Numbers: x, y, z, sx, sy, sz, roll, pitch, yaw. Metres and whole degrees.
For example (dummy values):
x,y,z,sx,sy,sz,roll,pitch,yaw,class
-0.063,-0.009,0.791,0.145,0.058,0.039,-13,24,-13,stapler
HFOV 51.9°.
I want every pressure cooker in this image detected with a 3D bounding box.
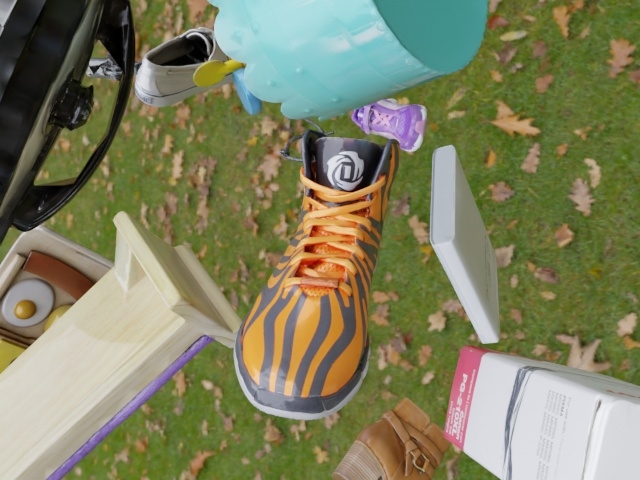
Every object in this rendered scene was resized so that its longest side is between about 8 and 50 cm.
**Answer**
x,y,z,sx,sy,sz,roll,pitch,yaw,class
-0.432,-0.208,0.737,0.370,0.420,0.376,-48,30,37,pressure cooker

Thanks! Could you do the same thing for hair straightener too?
x,y,z,sx,sy,sz,roll,pitch,yaw,class
-0.373,-0.300,1.181,0.230,0.089,0.047,28,136,46,hair straightener

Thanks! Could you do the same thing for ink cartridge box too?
x,y,z,sx,sy,sz,roll,pitch,yaw,class
0.232,0.166,0.551,0.237,0.171,0.100,175,108,-80,ink cartridge box

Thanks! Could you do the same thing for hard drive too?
x,y,z,sx,sy,sz,roll,pitch,yaw,class
0.292,0.017,1.302,0.047,0.353,0.233,-10,50,23,hard drive

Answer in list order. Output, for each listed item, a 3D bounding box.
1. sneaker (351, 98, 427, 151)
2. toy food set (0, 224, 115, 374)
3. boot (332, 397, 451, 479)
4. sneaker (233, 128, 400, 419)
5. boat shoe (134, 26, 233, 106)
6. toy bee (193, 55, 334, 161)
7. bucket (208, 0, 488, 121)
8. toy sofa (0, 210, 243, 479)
x,y,z,sx,sy,sz,roll,pitch,yaw,class
0.134,-0.245,1.341,0.236,0.104,0.095,-137,58,-64,sneaker
-0.405,0.153,0.980,0.092,0.219,0.306,25,82,52,toy food set
0.125,0.319,0.859,0.197,0.152,0.073,53,148,-2,boot
0.000,0.000,0.603,0.321,0.124,0.180,-75,-7,-59,sneaker
-0.207,-0.319,1.124,0.096,0.267,0.088,43,139,13,boat shoe
-0.071,-0.268,0.961,0.298,0.195,0.162,30,149,35,toy bee
0.038,-0.273,0.693,0.183,0.281,0.281,-7,84,43,bucket
-0.249,0.164,0.685,0.362,0.177,0.150,-43,51,-1,toy sofa
